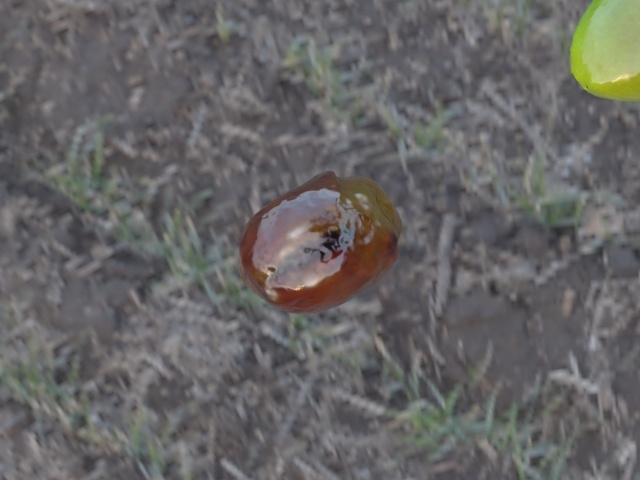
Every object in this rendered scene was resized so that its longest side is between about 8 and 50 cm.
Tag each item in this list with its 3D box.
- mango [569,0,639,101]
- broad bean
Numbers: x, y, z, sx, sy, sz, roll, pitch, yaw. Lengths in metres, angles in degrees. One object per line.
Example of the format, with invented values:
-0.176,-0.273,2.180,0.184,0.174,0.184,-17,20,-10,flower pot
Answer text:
0.230,-0.153,1.025,0.233,0.125,0.111,-42,91,1,mango
0.000,0.004,1.858,0.156,0.228,0.122,-31,88,13,broad bean
